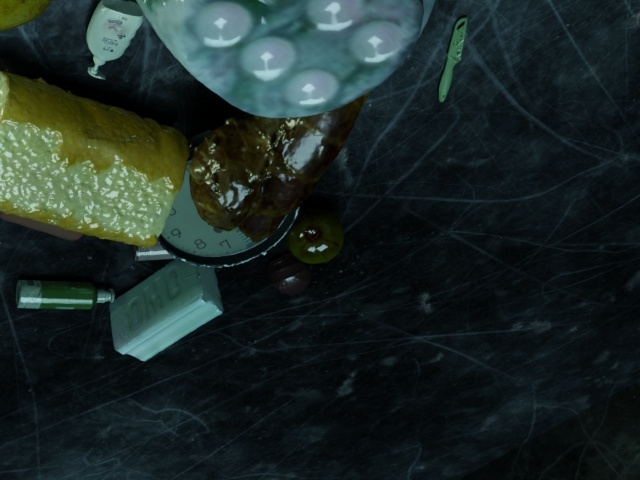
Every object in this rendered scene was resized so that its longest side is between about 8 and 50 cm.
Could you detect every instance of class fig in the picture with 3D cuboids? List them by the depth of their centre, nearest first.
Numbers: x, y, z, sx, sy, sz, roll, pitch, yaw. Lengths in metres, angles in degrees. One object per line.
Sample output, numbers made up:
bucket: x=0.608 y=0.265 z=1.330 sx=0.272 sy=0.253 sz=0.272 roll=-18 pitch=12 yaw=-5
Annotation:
fig: x=0.000 y=0.000 z=2.248 sx=0.124 sy=0.124 sz=0.236 roll=-20 pitch=167 yaw=7

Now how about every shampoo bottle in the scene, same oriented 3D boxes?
shampoo bottle: x=-0.351 y=-0.329 z=1.719 sx=0.077 sy=0.045 sz=0.152 roll=10 pitch=138 yaw=-31
shampoo bottle: x=-0.541 y=0.116 z=2.227 sx=0.205 sy=0.065 sz=0.065 roll=3 pitch=140 yaw=-24

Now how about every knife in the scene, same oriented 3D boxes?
knife: x=0.248 y=-0.336 z=1.956 sx=0.030 sy=0.014 sz=0.207 roll=-5 pitch=142 yaw=-11

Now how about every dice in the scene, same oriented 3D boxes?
dice: x=-0.053 y=-0.396 z=1.489 sx=0.330 sy=0.348 sz=0.328 roll=-35 pitch=138 yaw=23

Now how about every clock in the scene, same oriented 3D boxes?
clock: x=-0.188 y=-0.076 z=2.049 sx=0.313 sy=0.061 sz=0.312 roll=-11 pitch=132 yaw=-12

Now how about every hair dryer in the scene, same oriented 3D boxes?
hair dryer: x=-0.277 y=-0.048 z=2.125 sx=0.195 sy=0.053 sz=0.220 roll=-3 pitch=135 yaw=-17

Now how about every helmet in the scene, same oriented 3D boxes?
helmet: x=-0.065 y=0.085 z=2.349 sx=0.098 sy=0.070 sz=0.123 roll=-25 pitch=142 yaw=12

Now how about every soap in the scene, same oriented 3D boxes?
soap: x=-0.334 y=0.143 z=2.259 sx=0.261 sy=0.150 sz=0.094 roll=-33 pitch=144 yaw=21

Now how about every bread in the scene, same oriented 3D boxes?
bread: x=-0.429 y=-0.140 z=1.812 sx=0.376 sy=0.165 sz=0.236 roll=15 pitch=101 yaw=-38

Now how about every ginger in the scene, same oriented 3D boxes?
ginger: x=-0.082 y=-0.179 z=1.845 sx=0.254 sy=0.176 sz=0.418 roll=15 pitch=120 yaw=-46

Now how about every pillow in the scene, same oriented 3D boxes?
pillow: x=-0.494 y=-0.076 z=1.975 sx=0.179 sy=0.075 sz=0.171 roll=21 pitch=130 yaw=-40

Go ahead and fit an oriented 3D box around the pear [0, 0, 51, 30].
pear: x=-0.471 y=-0.390 z=1.471 sx=0.209 sy=0.208 sz=0.208 roll=-10 pitch=143 yaw=-8
